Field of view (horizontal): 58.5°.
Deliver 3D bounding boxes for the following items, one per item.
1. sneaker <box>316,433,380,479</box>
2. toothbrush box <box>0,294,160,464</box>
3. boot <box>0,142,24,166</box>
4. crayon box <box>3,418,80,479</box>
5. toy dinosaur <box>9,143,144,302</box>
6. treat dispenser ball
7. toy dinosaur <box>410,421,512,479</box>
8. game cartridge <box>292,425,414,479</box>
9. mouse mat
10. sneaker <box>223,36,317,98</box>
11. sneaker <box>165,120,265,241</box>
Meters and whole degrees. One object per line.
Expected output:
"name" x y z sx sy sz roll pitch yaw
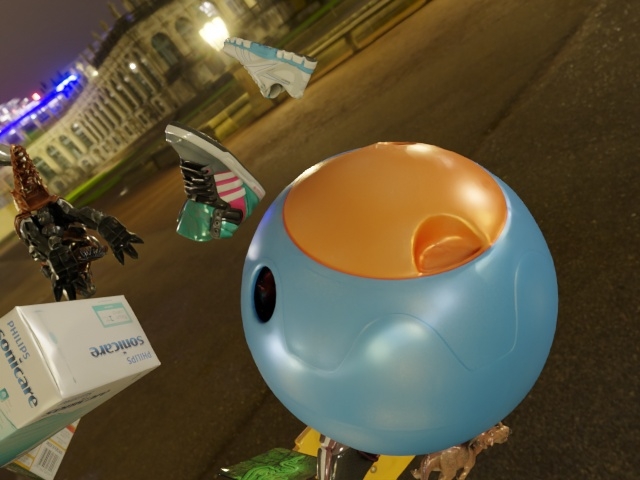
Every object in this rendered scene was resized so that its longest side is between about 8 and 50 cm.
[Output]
"sneaker" 0.104 0.252 0.816 0.163 0.106 0.281 6 69 32
"toothbrush box" -0.401 0.204 0.754 0.296 0.126 0.216 -33 -9 12
"boot" -0.723 -0.255 1.182 0.083 0.247 0.161 25 97 46
"crayon box" -0.565 0.318 1.206 0.083 0.203 0.322 11 56 7
"toy dinosaur" -0.452 -0.007 0.969 0.218 0.322 0.164 26 72 30
"treat dispenser ball" 0.070 0.051 0.543 0.288 0.288 0.288 -33 20 14
"toy dinosaur" 0.356 0.570 1.542 0.296 0.200 0.127 -14 39 -33
"game cartridge" 0.105 0.644 1.755 0.285 0.323 0.053 -43 9 -20
"mouse mat" -0.077 0.426 1.071 0.153 0.007 0.190 1 -1 33
"sneaker" -0.095 -0.280 0.938 0.191 0.082 0.071 27 21 33
"sneaker" -0.238 -0.093 1.137 0.124 0.295 0.178 22 78 33
